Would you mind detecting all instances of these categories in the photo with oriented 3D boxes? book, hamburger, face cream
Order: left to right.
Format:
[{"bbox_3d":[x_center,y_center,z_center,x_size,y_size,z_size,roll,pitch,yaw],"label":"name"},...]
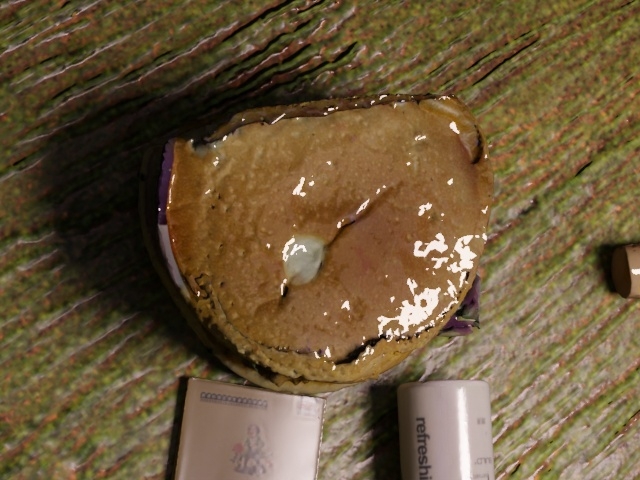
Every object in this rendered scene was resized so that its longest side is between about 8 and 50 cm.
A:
[{"bbox_3d":[-0.072,0.235,1.327,0.138,0.016,0.199,10,78,-13],"label":"book"},{"bbox_3d":[0.000,0.000,1.294,0.318,0.195,0.277,-4,85,-12],"label":"hamburger"},{"bbox_3d":[0.122,0.287,1.331,0.092,0.092,0.311,-1,82,-14],"label":"face cream"}]

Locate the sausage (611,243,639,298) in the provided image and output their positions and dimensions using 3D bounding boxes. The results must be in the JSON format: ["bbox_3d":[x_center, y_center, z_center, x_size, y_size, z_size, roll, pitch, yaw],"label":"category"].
[{"bbox_3d":[0.445,0.022,1.471,0.301,0.066,0.066,-6,83,-14],"label":"sausage"}]
